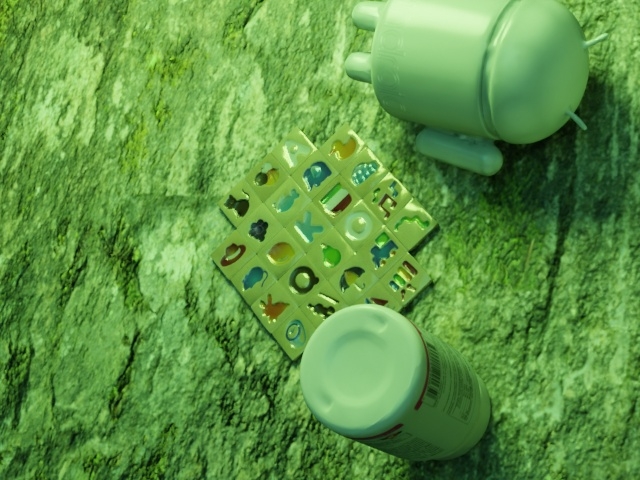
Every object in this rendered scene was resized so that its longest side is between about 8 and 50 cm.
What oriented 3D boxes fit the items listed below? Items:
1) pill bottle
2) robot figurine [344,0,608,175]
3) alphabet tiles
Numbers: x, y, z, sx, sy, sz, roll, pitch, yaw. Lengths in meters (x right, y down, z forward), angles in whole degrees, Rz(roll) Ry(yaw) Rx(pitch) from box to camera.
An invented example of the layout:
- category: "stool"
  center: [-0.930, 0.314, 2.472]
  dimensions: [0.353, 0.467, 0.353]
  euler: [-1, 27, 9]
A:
- category: "pill bottle"
  center: [0.103, 0.188, 1.763]
  dimensions: [0.160, 0.283, 0.160]
  euler: [-9, 69, 24]
- category: "robot figurine"
  center: [0.209, -0.242, 1.904]
  dimensions: [0.354, 0.200, 0.299]
  euler: [15, 108, 30]
- category: "alphabet tiles"
  center: [0.000, 0.000, 2.039]
  dimensions: [0.285, 0.011, 0.342]
  euler: [-45, 59, 8]
